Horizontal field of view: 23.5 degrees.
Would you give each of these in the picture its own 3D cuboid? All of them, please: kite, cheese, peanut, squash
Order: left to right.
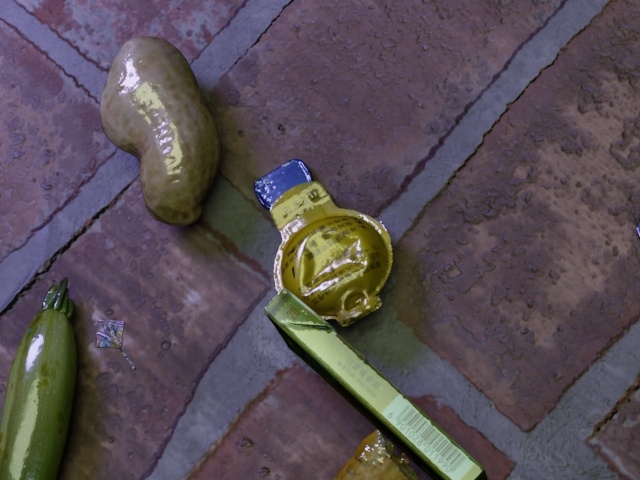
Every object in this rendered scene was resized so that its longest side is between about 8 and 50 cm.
[{"bbox_3d":[-0.349,0.203,1.894,0.094,0.094,0.341,6,73,12],"label":"squash"},{"bbox_3d":[-0.263,0.133,1.946,0.044,0.002,0.078,-18,70,4],"label":"kite"},{"bbox_3d":[-0.201,-0.141,1.961,0.137,0.122,0.253,-27,75,1],"label":"peanut"},{"bbox_3d":[0.000,0.000,1.908,0.156,0.064,0.250,-29,61,-1],"label":"cheese"}]

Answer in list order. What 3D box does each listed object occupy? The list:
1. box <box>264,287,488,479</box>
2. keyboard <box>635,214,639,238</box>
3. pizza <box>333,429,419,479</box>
[{"bbox_3d":[0.069,0.188,1.777,0.311,0.173,0.043,41,83,19],"label":"box"},{"bbox_3d":[0.485,-0.095,1.872,0.106,0.016,0.262,28,80,17],"label":"keyboard"},{"bbox_3d":[0.114,0.387,1.747,0.287,0.075,0.280,28,107,-1],"label":"pizza"}]
